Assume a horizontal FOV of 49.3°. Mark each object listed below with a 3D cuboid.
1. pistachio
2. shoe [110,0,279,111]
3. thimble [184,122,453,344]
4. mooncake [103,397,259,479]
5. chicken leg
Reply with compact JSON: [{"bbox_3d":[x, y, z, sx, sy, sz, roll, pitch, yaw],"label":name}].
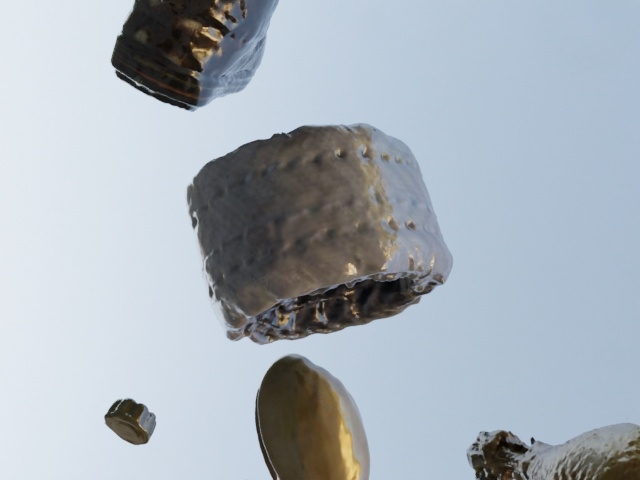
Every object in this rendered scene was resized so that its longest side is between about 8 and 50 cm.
[{"bbox_3d":[-0.011,0.333,1.180,0.181,0.162,0.293,-12,-98,-24],"label":"pistachio"},{"bbox_3d":[-0.143,-0.322,0.944,0.171,0.384,0.237,29,-71,-4],"label":"shoe"},{"bbox_3d":[0.000,0.000,0.690,0.217,0.245,0.157,-43,-122,55],"label":"thimble"},{"bbox_3d":[-0.151,0.287,0.883,0.150,0.347,0.057,16,-116,16],"label":"mooncake"},{"bbox_3d":[0.212,0.204,0.604,0.107,0.251,0.087,-31,-83,-26],"label":"chicken leg"}]
